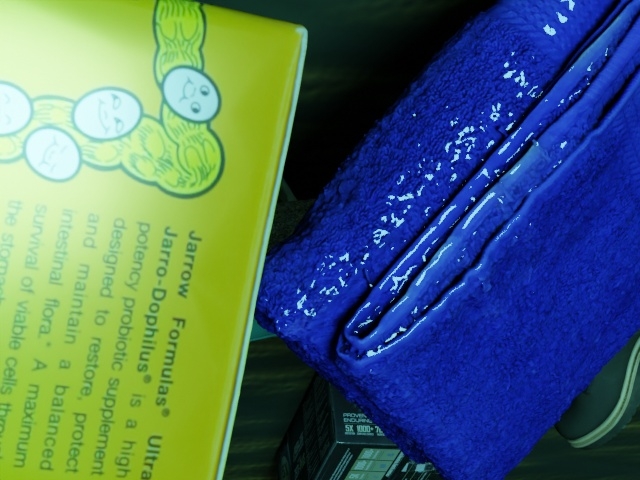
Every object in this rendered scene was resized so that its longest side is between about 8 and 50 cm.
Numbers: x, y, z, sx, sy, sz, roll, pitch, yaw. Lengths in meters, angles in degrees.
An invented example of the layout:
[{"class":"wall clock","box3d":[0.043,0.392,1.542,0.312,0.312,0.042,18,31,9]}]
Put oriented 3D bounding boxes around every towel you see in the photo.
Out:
[{"class":"towel","box3d":[0.129,-0.027,0.558,0.308,0.076,0.227,-47,138,-3]}]

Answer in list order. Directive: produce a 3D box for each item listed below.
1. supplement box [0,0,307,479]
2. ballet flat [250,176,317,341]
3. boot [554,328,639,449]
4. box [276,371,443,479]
[{"class":"supplement box","box3d":[-0.215,-0.027,0.483,0.357,0.195,0.194,10,-176,-21]},{"class":"ballet flat","box3d":[0.000,0.000,0.691,0.316,0.106,0.107,-2,144,-5]},{"class":"boot","box3d":[0.156,0.063,0.846,0.137,0.077,0.198,7,131,-9]},{"class":"box","box3d":[0.056,0.165,0.963,0.147,0.077,0.180,4,144,-13]}]
